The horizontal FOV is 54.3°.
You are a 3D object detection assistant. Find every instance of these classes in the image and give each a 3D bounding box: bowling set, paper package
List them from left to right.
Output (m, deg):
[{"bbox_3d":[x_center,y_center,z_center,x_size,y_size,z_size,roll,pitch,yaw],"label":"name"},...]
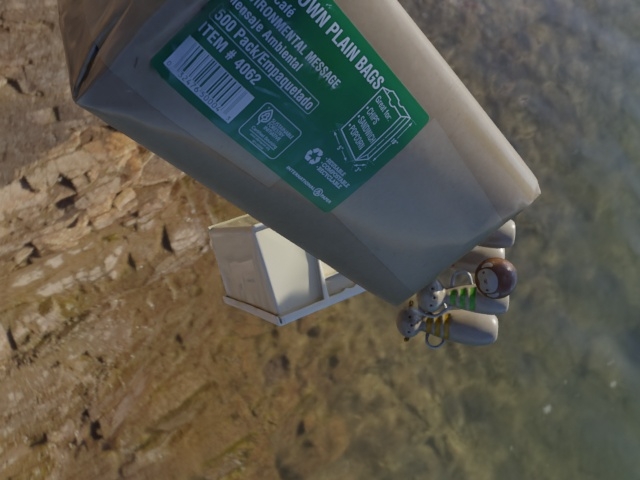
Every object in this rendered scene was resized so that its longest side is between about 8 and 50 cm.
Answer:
[{"bbox_3d":[-0.024,-0.140,0.508,0.168,0.309,0.325,-44,132,11],"label":"paper package"},{"bbox_3d":[0.189,0.023,0.881,0.154,0.200,0.287,4,89,9],"label":"bowling set"}]

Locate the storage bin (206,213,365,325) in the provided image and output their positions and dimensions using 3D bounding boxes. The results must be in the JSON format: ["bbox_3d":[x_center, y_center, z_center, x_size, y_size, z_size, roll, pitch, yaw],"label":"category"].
[{"bbox_3d":[0.000,0.000,0.873,0.260,0.262,0.123,-20,97,-21],"label":"storage bin"}]
